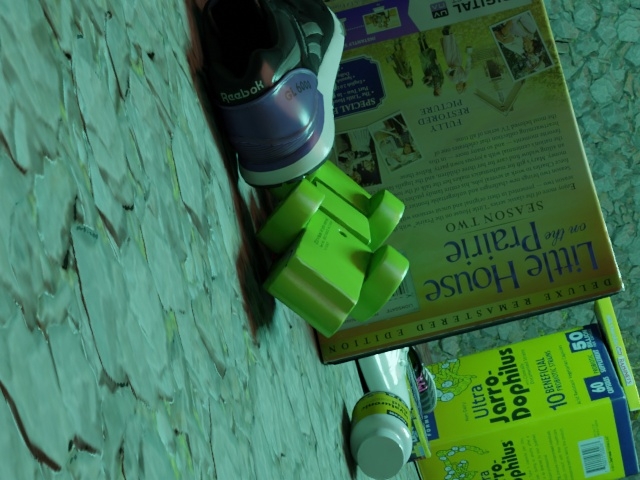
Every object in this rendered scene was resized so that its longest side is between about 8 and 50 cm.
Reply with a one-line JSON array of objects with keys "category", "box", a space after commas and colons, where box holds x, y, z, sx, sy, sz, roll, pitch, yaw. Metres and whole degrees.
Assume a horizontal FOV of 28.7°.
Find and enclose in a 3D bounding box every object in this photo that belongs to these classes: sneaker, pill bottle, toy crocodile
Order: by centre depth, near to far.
[{"category": "sneaker", "box": [-0.045, -0.178, 1.059, 0.283, 0.107, 0.124, -97, 165, -51]}, {"category": "toy crocodile", "box": [0.000, 0.000, 1.074, 0.115, 0.105, 0.340, 36, 18, -10]}, {"category": "pill bottle", "box": [0.062, 0.202, 1.288, 0.116, 0.065, 0.065, -79, 154, -76]}, {"category": "sneaker", "box": [0.094, 0.088, 1.595, 0.106, 0.123, 0.290, 40, 37, -83]}, {"category": "sneaker", "box": [0.142, 0.215, 2.018, 0.075, 0.063, 0.170, -88, 157, -71]}]

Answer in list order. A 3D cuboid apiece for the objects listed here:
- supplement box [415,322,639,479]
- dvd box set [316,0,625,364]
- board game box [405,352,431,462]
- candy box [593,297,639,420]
[{"category": "supplement box", "box": [0.334, 0.310, 2.135, 0.194, 0.357, 0.195, -98, 171, -54]}, {"category": "dvd box set", "box": [0.104, -0.111, 1.277, 0.062, 0.308, 0.420, 53, 23, -80]}, {"category": "board game box", "box": [0.113, 0.216, 1.807, 0.141, 0.048, 0.170, -96, 170, -45]}, {"category": "candy box", "box": [0.504, 0.198, 2.128, 0.105, 0.027, 0.205, 66, 11, -70]}]
